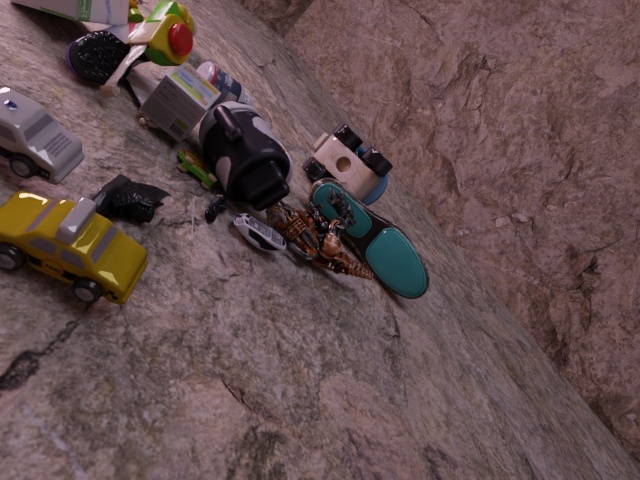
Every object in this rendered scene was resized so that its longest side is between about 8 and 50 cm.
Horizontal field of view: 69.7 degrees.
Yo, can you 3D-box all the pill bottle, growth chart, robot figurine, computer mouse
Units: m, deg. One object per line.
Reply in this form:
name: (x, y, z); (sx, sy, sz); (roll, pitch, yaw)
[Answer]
pill bottle: (-0.489, -0.732, 1.559); (0.103, 0.103, 0.184); (44, 21, -8)
growth chart: (-0.398, -0.335, 1.129); (0.172, 0.021, 0.237); (17, 36, -54)
robot figurine: (-0.178, -0.207, 1.101); (0.173, 0.209, 0.278); (-12, 58, -37)
computer mouse: (-0.161, -0.025, 1.000); (0.193, 0.042, 0.106); (34, 19, -16)
pill bottle: (-0.299, -0.457, 1.422); (0.180, 0.108, 0.108); (26, 29, -45)

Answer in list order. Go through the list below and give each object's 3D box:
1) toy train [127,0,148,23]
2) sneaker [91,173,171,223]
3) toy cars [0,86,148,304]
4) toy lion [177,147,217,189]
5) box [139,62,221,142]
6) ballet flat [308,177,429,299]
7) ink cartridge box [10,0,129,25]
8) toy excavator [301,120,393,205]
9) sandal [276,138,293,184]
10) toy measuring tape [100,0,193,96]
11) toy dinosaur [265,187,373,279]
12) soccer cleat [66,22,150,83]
toy train: (-0.570, -0.704, 1.370); (0.144, 0.105, 0.248); (61, 22, 7)
sneaker: (-0.311, -0.060, 0.752); (0.089, 0.051, 0.170); (35, 20, -17)
toy cars: (-0.363, -0.085, 0.594); (0.176, 0.087, 0.394); (-16, 64, -49)
toy lion: (-0.281, -0.169, 1.046); (0.100, 0.034, 0.096); (39, 14, -21)
box: (-0.324, -0.331, 1.086); (0.114, 0.103, 0.203); (40, 20, -20)
ballet flat: (0.159, -0.018, 1.470); (0.483, 0.164, 0.182); (44, 8, -1)
ink cartridge box: (-0.558, -0.557, 1.041); (0.154, 0.093, 0.212); (17, 25, 0)
toy excavator: (0.089, -0.294, 1.786); (0.433, 0.222, 0.445); (45, 9, 16)
sandal: (-0.151, -0.269, 1.376); (0.265, 0.102, 0.076); (53, 24, 20)
toy measuring tape: (-0.377, -0.414, 1.045); (0.121, 0.121, 0.330); (35, 59, -29)
toy dinosaur: (0.000, 0.000, 1.184); (0.322, 0.164, 0.218); (57, 29, -27)
soccer cleat: (-0.486, -0.431, 1.050); (0.318, 0.116, 0.109); (-70, 158, -54)
